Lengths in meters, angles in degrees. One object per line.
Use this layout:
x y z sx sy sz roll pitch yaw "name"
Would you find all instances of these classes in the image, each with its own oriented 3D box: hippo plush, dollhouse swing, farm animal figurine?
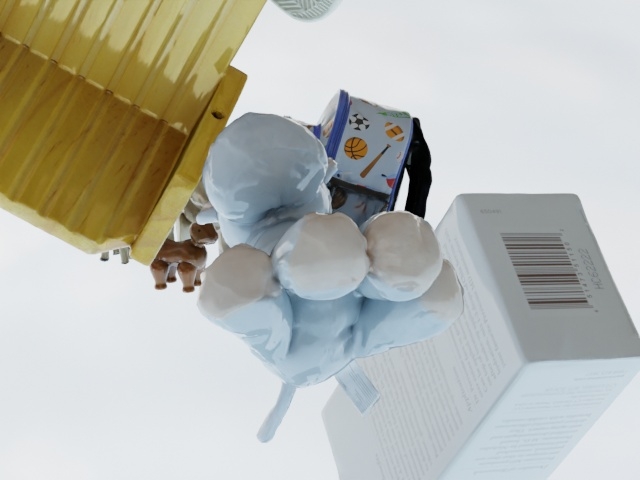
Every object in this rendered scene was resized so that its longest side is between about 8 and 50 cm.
0.000 0.000 1.621 0.234 0.294 0.236 -16 -125 3 "hippo plush"
-0.246 -0.222 1.899 0.347 0.305 0.315 29 -133 -9 "dollhouse swing"
-0.149 -0.053 2.578 0.330 0.172 0.327 -14 -160 -36 "farm animal figurine"

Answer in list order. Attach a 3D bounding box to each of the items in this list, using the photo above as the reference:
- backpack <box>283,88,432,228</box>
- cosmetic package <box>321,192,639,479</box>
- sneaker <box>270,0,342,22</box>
0.016 -0.056 2.158 0.213 0.263 0.276 26 167 -10 "backpack"
0.171 0.170 1.957 0.161 0.453 0.230 0 -126 -25 "cosmetic package"
-0.096 -0.452 2.329 0.350 0.131 0.148 47 -148 -13 "sneaker"
